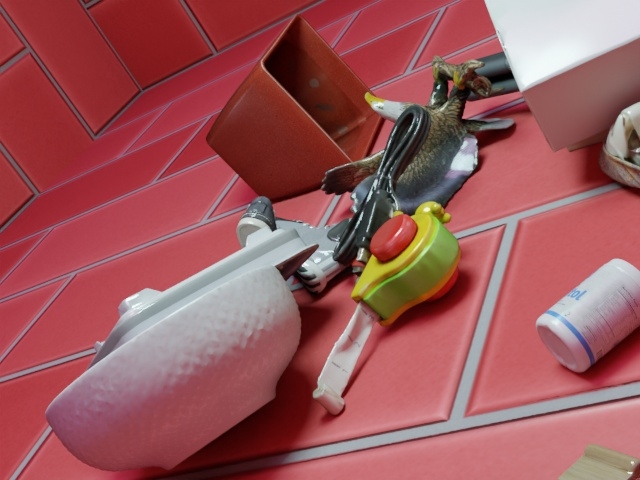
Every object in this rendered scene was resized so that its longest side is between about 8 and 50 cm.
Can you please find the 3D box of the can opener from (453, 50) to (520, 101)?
[{"bbox_3d":[0.326,-0.283,1.539,0.093,0.074,0.280,-47,20,-26],"label":"can opener"}]

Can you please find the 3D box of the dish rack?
[{"bbox_3d":[-0.180,0.094,1.342,0.333,0.072,0.285,-29,-10,-33],"label":"dish rack"}]

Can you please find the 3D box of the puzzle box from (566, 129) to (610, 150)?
[{"bbox_3d":[0.549,-0.272,1.360,0.409,0.052,0.272,-18,27,34],"label":"puzzle box"}]

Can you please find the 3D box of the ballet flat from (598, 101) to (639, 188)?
[{"bbox_3d":[0.409,-0.111,1.136,0.107,0.106,0.316,-33,21,0],"label":"ballet flat"}]

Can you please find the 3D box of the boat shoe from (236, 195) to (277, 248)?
[{"bbox_3d":[-0.087,0.009,1.476,0.075,0.206,0.065,11,58,9],"label":"boat shoe"}]

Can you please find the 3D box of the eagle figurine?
[{"bbox_3d":[0.152,-0.155,1.544,0.298,0.225,0.226,-62,-23,5],"label":"eagle figurine"}]

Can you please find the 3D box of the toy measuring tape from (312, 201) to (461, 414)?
[{"bbox_3d":[0.097,0.068,1.195,0.121,0.121,0.330,-11,39,44],"label":"toy measuring tape"}]

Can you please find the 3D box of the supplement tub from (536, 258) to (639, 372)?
[{"bbox_3d":[0.279,0.076,0.967,0.107,0.071,0.071,-37,22,-11],"label":"supplement tub"}]

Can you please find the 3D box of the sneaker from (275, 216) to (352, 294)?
[{"bbox_3d":[0.000,0.000,1.519,0.132,0.086,0.228,-31,31,-8],"label":"sneaker"}]

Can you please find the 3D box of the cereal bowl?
[{"bbox_3d":[-0.157,0.180,1.182,0.339,0.141,0.339,-34,-6,-4],"label":"cereal bowl"}]

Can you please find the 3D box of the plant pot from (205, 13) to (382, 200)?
[{"bbox_3d":[-0.066,-0.237,1.889,0.236,0.267,0.267,-34,18,33],"label":"plant pot"}]

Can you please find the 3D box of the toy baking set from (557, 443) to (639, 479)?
[{"bbox_3d":[0.233,0.249,0.726,0.197,0.030,0.256,-35,21,4],"label":"toy baking set"}]

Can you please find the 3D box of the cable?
[{"bbox_3d":[0.099,-0.057,1.400,0.139,0.072,0.287,-22,42,55],"label":"cable"}]

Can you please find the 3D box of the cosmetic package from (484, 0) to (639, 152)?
[{"bbox_3d":[0.418,-0.291,1.213,0.365,0.155,0.197,-23,52,20],"label":"cosmetic package"}]
